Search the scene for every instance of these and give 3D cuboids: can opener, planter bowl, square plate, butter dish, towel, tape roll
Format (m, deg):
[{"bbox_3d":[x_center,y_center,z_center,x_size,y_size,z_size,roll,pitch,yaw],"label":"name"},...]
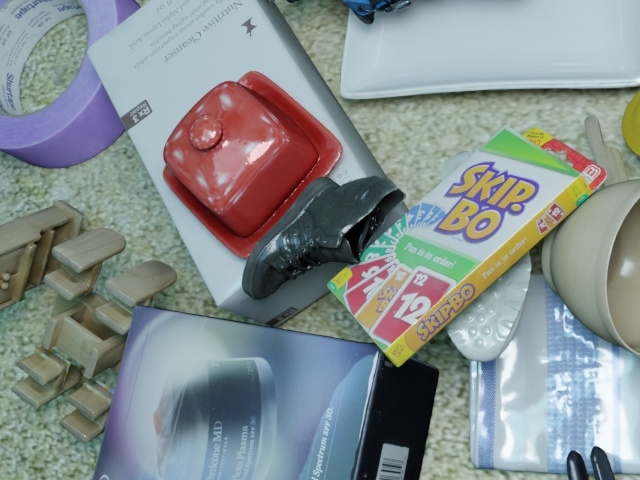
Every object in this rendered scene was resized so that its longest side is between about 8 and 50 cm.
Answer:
[{"bbox_3d":[0.266,0.284,0.932,0.059,0.073,0.186,-11,73,30],"label":"can opener"},{"bbox_3d":[0.276,0.017,0.929,0.109,0.162,0.162,16,82,55],"label":"planter bowl"},{"bbox_3d":[0.202,-0.323,1.142,0.344,0.049,0.347,1,76,26],"label":"square plate"},{"bbox_3d":[-0.090,-0.091,1.003,0.160,0.118,0.160,-48,63,5],"label":"butter dish"},{"bbox_3d":[0.281,0.125,0.992,0.285,0.034,0.209,-4,75,24],"label":"towel"},{"bbox_3d":[-0.364,-0.240,1.362,0.275,0.090,0.274,-7,73,24],"label":"tape roll"}]

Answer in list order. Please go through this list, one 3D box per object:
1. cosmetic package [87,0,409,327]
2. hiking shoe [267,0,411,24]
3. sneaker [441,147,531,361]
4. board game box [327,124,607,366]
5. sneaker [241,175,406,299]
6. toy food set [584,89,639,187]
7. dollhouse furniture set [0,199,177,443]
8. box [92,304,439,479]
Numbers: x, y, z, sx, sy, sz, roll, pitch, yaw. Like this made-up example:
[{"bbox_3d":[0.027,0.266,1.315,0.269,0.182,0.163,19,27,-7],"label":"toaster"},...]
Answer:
[{"bbox_3d":[-0.083,-0.118,1.159,0.217,0.156,0.385,-37,63,10],"label":"cosmetic package"},{"bbox_3d":[0.089,-0.304,1.121,0.304,0.113,0.132,17,114,22],"label":"hiking shoe"},{"bbox_3d":[0.168,0.021,1.003,0.090,0.094,0.235,-3,55,16],"label":"sneaker"},{"bbox_3d":[0.134,-0.007,0.940,0.259,0.039,0.124,-40,38,-2],"label":"board game box"},{"bbox_3d":[0.001,0.001,0.972,0.089,0.051,0.170,36,88,37],"label":"sneaker"},{"bbox_3d":[0.376,-0.110,0.998,0.218,0.071,0.128,-27,42,14],"label":"toy food set"},{"bbox_3d":[-0.285,0.073,1.204,0.242,0.161,0.212,32,118,16],"label":"dollhouse furniture set"},{"bbox_3d":[-0.066,0.241,1.041,0.294,0.183,0.296,6,78,27],"label":"box"}]
